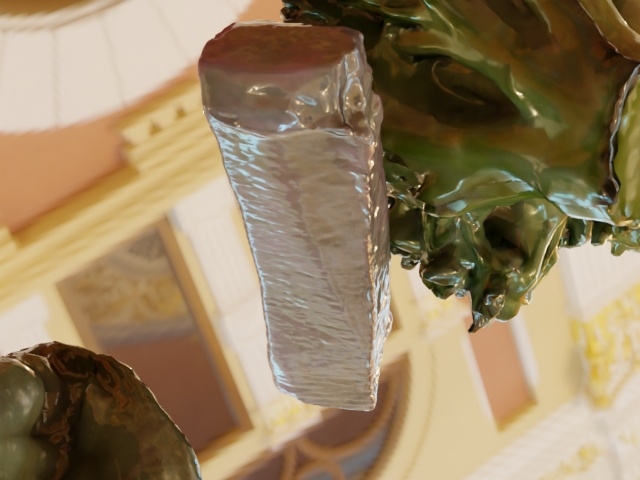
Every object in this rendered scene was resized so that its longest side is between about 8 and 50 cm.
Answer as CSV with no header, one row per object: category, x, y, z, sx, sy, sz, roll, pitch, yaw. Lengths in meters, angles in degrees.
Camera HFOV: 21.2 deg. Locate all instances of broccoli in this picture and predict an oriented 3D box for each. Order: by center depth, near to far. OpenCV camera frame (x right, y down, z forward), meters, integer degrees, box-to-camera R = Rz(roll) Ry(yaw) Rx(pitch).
broccoli,0.110,-0.095,0.844,0.248,0.288,0.245,-48,-137,-6

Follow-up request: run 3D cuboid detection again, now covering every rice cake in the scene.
rice cake,0.000,0.000,0.816,0.073,0.365,0.056,6,-113,8

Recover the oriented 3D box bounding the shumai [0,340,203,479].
shumai,-0.177,0.160,0.649,0.222,0.271,0.204,14,-171,35
